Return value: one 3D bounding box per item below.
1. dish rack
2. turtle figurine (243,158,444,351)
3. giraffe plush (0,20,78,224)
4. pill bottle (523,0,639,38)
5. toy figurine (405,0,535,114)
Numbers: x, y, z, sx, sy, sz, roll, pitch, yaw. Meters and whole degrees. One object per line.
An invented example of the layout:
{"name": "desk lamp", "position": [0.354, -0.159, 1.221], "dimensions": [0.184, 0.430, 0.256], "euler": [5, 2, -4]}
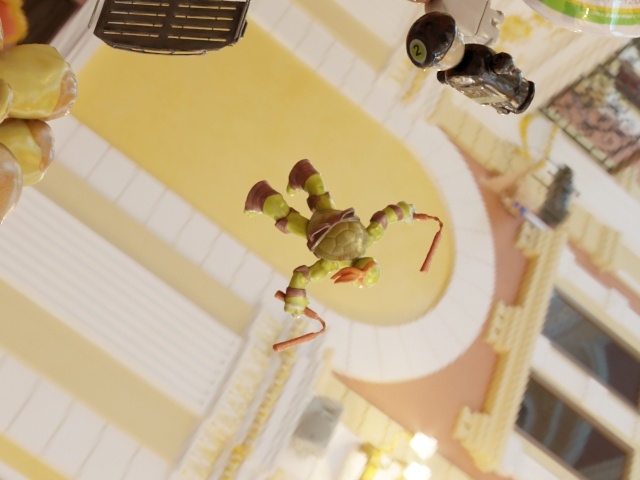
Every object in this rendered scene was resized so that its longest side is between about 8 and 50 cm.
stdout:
{"name": "dish rack", "position": [-0.156, -0.338, 1.205], "dimensions": [0.074, 0.208, 0.272], "euler": [56, 44, -62]}
{"name": "turtle figurine", "position": [0.000, 0.000, 1.315], "dimensions": [0.269, 0.217, 0.087], "euler": [-38, 149, -14]}
{"name": "giraffe plush", "position": [-0.259, -0.072, 0.712], "dimensions": [0.170, 0.210, 0.181], "euler": [43, -70, 50]}
{"name": "pill bottle", "position": [0.185, -0.247, 0.599], "dimensions": [0.246, 0.136, 0.136], "euler": [88, 28, -56]}
{"name": "toy figurine", "position": [0.179, -0.259, 1.067], "dimensions": [0.213, 0.148, 0.210], "euler": [-45, -146, 30]}
